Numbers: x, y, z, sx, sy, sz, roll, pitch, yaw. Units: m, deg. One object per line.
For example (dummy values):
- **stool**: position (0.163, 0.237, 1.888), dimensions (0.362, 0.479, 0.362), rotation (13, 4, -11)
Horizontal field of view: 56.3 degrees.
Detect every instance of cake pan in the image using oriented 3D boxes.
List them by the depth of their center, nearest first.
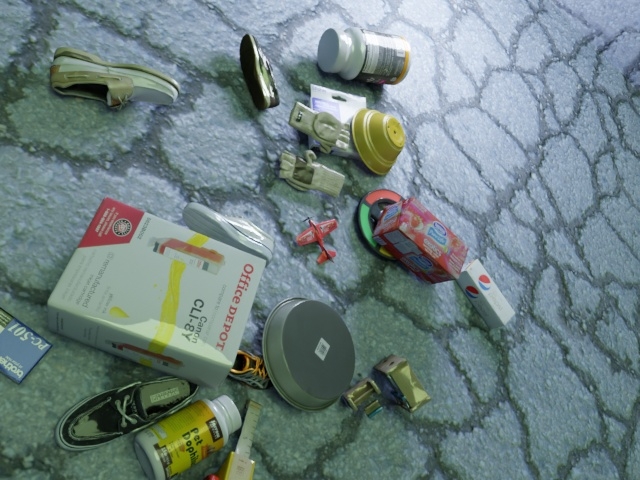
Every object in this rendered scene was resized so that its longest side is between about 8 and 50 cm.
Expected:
- **cake pan**: position (-0.017, 0.278, 1.508), dimensions (0.293, 0.054, 0.294), rotation (23, 55, -38)

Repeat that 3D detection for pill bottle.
- **pill bottle**: position (-0.283, 0.423, 1.297), dimensions (0.214, 0.117, 0.117), rotation (-24, 85, -35)
- **pill bottle**: position (0.140, -0.588, 1.904), dimensions (0.278, 0.162, 0.162), rotation (-2, 73, -31)

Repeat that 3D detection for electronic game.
- **electronic game**: position (0.207, -0.050, 1.809), dimensions (0.229, 0.048, 0.230), rotation (11, 67, -27)

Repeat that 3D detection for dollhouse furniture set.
- **dollhouse furniture set**: position (0.166, 0.410, 1.586), dimensions (0.183, 0.129, 0.129), rotation (-33, 91, -11)

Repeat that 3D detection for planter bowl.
- **planter bowl**: position (0.197, -0.318, 1.839), dimensions (0.217, 0.090, 0.217), rotation (21, 62, -45)

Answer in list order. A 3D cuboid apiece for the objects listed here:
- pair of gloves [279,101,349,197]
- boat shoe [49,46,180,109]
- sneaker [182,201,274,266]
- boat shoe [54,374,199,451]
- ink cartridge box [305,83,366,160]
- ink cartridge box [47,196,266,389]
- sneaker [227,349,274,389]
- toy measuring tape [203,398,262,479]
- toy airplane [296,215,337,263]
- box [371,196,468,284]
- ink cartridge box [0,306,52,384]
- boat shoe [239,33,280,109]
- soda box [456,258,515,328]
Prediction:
- **pair of gloves**: position (-0.016, -0.255, 1.721), dimensions (0.204, 0.042, 0.240), rotation (13, 85, -24)
- **boat shoe**: position (-0.505, -0.377, 1.478), dimensions (0.302, 0.113, 0.104), rotation (10, 68, -16)
- **sneaker**: position (-0.232, -0.025, 1.527), dimensions (0.258, 0.094, 0.091), rotation (35, 40, -20)
- **boat shoe**: position (-0.399, 0.355, 1.263), dimensions (0.301, 0.102, 0.108), rotation (-12, 78, -34)
- **ink cartridge box**: position (0.054, -0.360, 1.836), dimensions (0.206, 0.045, 0.209), rotation (7, 71, -29)
- **ink cartridge box**: position (-0.342, 0.116, 1.300), dimensions (0.384, 0.160, 0.279), rotation (22, 55, -10)
- **sneaker**: position (-0.165, 0.307, 1.434), dimensions (0.214, 0.083, 0.084), rotation (16, 63, -27)
- **toy measuring tape**: position (-0.202, 0.518, 1.342), dimensions (0.121, 0.121, 0.330), rotation (31, 37, -17)
- **toy airplane**: position (0.000, 0.000, 1.679), dimensions (0.151, 0.028, 0.151), rotation (10, 68, -26)
- **box**: position (0.293, 0.006, 1.746), dimensions (0.256, 0.128, 0.123), rotation (39, 61, -21)
- **ink cartridge box**: position (-0.659, 0.189, 1.205), dimensions (0.207, 0.046, 0.097), rotation (40, 58, -12)
- **boat shoe**: position (-0.174, -0.486, 1.733), dimensions (0.073, 0.080, 0.224), rotation (-11, 83, -39)
- **soda box**: position (0.518, 0.171, 1.899), dimensions (0.074, 0.069, 0.216), rotation (-37, 92, -35)
